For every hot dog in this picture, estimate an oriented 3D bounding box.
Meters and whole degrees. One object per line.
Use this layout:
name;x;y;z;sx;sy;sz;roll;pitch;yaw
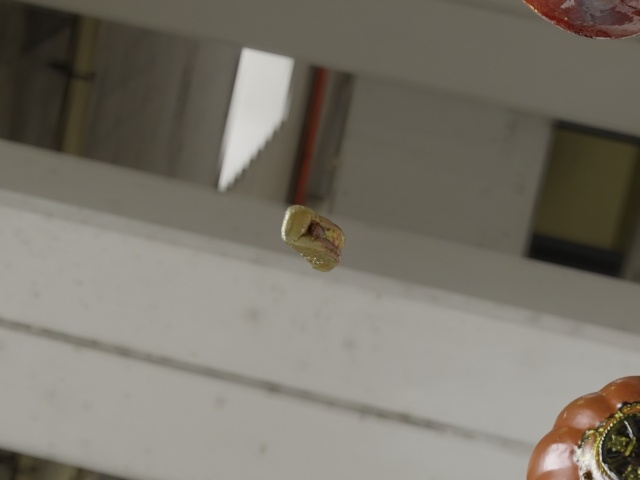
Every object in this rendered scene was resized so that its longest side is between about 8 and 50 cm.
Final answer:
hot dog;0.000;0.000;1.379;0.090;0.034;0.030;45;-125;-63

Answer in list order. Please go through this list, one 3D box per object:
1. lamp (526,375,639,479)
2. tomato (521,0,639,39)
lamp;0.280;0.218;1.505;0.196;0.223;0.223;63;-144;-53
tomato;0.214;-0.210;1.310;0.189;0.173;0.099;-37;31;46
